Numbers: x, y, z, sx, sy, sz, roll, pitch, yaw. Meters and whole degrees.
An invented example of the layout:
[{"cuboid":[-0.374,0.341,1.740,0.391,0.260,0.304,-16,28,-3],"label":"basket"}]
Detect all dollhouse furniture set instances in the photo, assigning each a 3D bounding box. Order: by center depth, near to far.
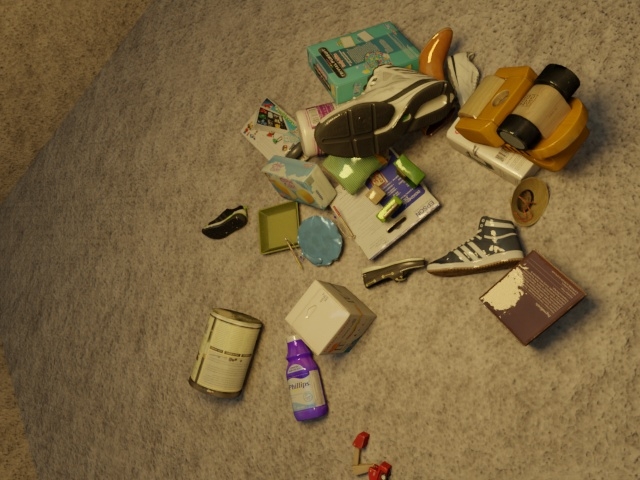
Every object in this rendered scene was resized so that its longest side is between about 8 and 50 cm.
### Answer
[{"cuboid":[0.154,-0.226,1.355,0.301,0.151,0.197,44,99,8],"label":"dollhouse furniture set"}]

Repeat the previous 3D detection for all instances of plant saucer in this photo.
[{"cuboid":[-0.155,-0.047,1.666,0.188,0.045,0.189,-13,73,25],"label":"plant saucer"}]

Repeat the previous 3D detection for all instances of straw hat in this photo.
[{"cuboid":[0.601,-0.119,1.264,0.145,0.144,0.061,-63,20,3],"label":"straw hat"}]

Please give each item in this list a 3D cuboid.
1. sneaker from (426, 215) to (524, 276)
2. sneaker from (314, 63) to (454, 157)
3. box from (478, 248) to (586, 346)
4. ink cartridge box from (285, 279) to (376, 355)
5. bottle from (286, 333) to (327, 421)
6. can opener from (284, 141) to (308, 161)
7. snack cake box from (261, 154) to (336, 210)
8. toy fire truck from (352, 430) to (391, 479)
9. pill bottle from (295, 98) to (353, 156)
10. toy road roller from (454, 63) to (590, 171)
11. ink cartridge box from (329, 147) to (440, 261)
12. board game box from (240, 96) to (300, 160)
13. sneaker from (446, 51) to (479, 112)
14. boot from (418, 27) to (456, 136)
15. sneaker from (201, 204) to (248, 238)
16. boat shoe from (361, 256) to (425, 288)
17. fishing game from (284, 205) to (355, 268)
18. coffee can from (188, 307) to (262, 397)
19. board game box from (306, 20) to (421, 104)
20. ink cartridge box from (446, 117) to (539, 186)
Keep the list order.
[{"cuboid":[0.460,0.019,1.296,0.282,0.099,0.153,-13,69,29],"label":"sneaker"},{"cuboid":[0.159,-0.411,1.325,0.447,0.169,0.257,-22,42,-11],"label":"sneaker"},{"cuboid":[0.576,0.159,1.161,0.203,0.168,0.167,-46,63,12],"label":"box"},{"cuboid":[0.038,0.254,1.391,0.168,0.232,0.171,41,100,29],"label":"ink cartridge box"},{"cuboid":[-0.060,0.472,1.478,0.118,0.092,0.283,-22,70,24],"label":"bottle"},{"cuboid":[-0.017,-0.378,1.617,0.283,0.095,0.076,-34,107,13],"label":"can opener"},{"cuboid":[-0.083,-0.215,1.555,0.264,0.152,0.089,22,69,47],"label":"snack cake box"},{"cuboid":[0.149,0.726,1.339,0.135,0.047,0.192,18,89,30],"label":"toy fire truck"},{"cuboid":[0.073,-0.409,1.506,0.301,0.169,0.169,-14,71,-4],"label":"pill bottle"},{"cuboid":[0.558,-0.317,1.153,0.203,0.240,0.329,-53,26,8],"label":"toy road roller"},{"cuboid":[0.209,-0.132,1.480,0.303,0.072,0.307,-40,66,14],"label":"ink cartridge box"},{"cuboid":[-0.184,-0.439,1.759,0.193,0.053,0.305,-49,62,10],"label":"board game box"},{"cuboid":[0.484,-0.521,1.407,0.094,0.090,0.235,-9,78,10],"label":"sneaker"},{"cuboid":[0.390,-0.510,1.393,0.211,0.104,0.295,63,142,31],"label":"boot"},{"cuboid":[-0.399,-0.081,1.800,0.234,0.084,0.097,-19,47,22],"label":"sneaker"},{"cuboid":[0.244,0.107,1.404,0.227,0.081,0.069,-17,74,32],"label":"boat shoe"},{"cuboid":[0.000,0.000,1.534,0.264,0.041,0.189,-36,84,30],"label":"fishing game"},{"cuboid":[-0.352,0.414,1.584,0.201,0.201,0.276,16,87,30],"label":"coffee can"},{"cuboid":[0.155,-0.635,1.501,0.335,0.079,0.254,-22,58,-10],"label":"board game box"},{"cuboid":[0.561,-0.319,1.300,0.273,0.114,0.198,42,100,27],"label":"ink cartridge box"}]
